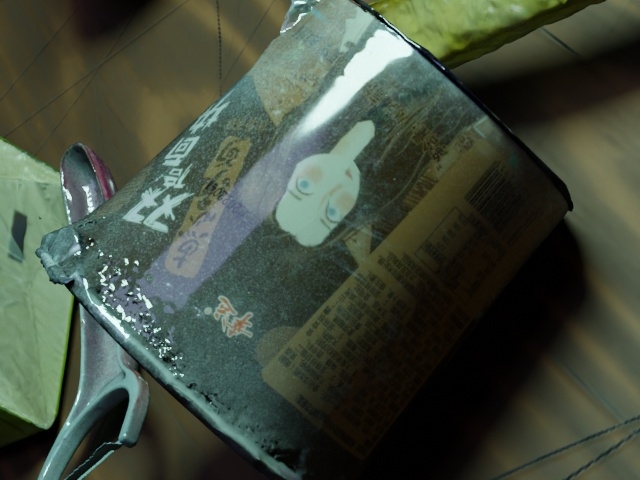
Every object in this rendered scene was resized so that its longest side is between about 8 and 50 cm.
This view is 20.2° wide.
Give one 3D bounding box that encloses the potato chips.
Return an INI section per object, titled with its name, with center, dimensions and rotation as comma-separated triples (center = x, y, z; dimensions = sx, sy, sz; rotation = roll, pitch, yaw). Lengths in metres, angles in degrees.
[potato chips]
center = 0.096, -0.136, 1.000
dimensions = 0.407, 0.057, 0.080
rotation = -21, 5, 46

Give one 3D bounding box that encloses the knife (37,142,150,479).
[knife]
center = -0.151, 0.052, 1.178
dimensions = 0.123, 0.053, 0.278
rotation = -37, 40, 30

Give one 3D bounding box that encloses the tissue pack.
[tissue pack]
center = -0.316, 0.058, 1.261
dimensions = 0.274, 0.167, 0.200
rotation = -23, 50, 34

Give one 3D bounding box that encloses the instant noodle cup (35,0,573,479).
[instant noodle cup]
center = 0.000, 0.000, 0.933
dimensions = 0.207, 0.217, 0.217
rotation = -47, 37, 0
